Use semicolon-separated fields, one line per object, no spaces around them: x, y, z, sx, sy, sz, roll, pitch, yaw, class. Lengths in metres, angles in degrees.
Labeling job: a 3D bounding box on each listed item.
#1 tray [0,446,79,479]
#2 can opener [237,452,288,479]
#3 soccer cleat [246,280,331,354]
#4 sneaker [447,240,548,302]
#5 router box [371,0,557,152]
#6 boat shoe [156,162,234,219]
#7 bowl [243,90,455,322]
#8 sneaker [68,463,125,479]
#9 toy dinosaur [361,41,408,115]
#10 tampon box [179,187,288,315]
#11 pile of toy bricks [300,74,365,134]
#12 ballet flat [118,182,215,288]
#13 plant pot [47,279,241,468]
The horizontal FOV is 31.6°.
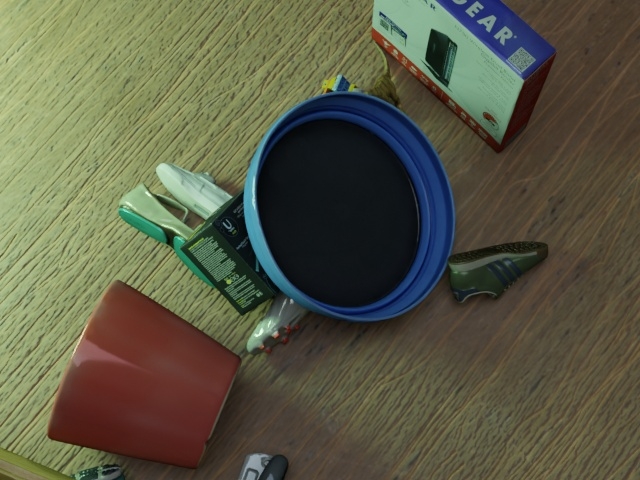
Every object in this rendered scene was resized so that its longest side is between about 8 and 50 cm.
-0.383;0.487;1.754;0.410;0.076;0.203;25;87;-6;tray
-0.128;0.474;1.824;0.074;0.093;0.280;18;78;6;can opener
-0.059;0.114;1.939;0.196;0.068;0.076;-44;68;0;soccer cleat
0.307;0.058;1.964;0.192;0.064;0.086;-10;108;-21;sneaker
0.235;-0.343;1.963;0.082;0.301;0.335;-42;76;-12;router box
-0.207;-0.088;2.016;0.184;0.066;0.063;34;62;13;boat shoe
0.048;-0.052;1.905;0.391;0.077;0.391;7;76;-28;bowl
-0.428;0.462;1.839;0.275;0.107;0.110;-37;95;-5;sneaker
0.118;-0.277;2.059;0.064;0.112;0.211;-7;29;19;toy dinosaur
-0.130;0.020;1.908;0.161;0.101;0.120;49;43;-9;tampon box
-0.017;-0.206;2.027;0.105;0.118;0.212;10;70;38;pile of toy bricks
-0.243;-0.015;1.986;0.248;0.086;0.086;37;76;11;ballet flat
-0.273;0.234;1.825;0.243;0.275;0.275;23;74;-3;plant pot
